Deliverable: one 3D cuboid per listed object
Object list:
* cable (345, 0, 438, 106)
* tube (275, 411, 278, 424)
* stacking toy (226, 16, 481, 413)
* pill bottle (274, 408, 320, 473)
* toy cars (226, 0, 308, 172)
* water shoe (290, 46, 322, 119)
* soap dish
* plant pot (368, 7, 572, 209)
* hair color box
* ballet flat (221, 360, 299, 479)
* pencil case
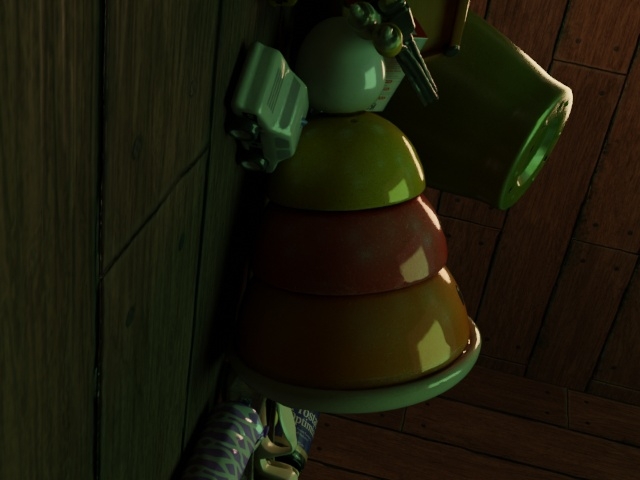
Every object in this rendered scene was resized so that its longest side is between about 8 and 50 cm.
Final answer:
[{"bbox_3d":[0.075,-0.248,1.100,0.072,0.139,0.287,-33,162,4],"label":"cable"},{"bbox_3d":[-0.135,0.336,1.443,0.062,0.070,0.240,-33,-171,25],"label":"tube"},{"bbox_3d":[0.037,-0.047,1.192,0.350,0.350,0.480,-61,151,-68],"label":"stacking toy"},{"bbox_3d":[-0.062,0.324,1.728,0.123,0.123,0.219,95,11,-55],"label":"pill bottle"},{"bbox_3d":[-0.031,-0.227,0.981,0.176,0.087,0.394,-66,168,-57],"label":"toy cars"},{"bbox_3d":[-0.026,-0.183,1.293,0.080,0.073,0.203,-31,130,-56],"label":"water shoe"},{"bbox_3d":[0.102,-0.340,1.265,0.291,0.229,0.118,84,-12,-71],"label":"soap dish"},{"bbox_3d":[0.235,-0.235,1.610,0.366,0.353,0.366,-48,159,-25],"label":"plant pot"},{"bbox_3d":[0.080,-0.239,1.238,0.141,0.072,0.043,-57,-131,44],"label":"hair color box"},{"bbox_3d":[-0.087,0.320,1.333,0.107,0.106,0.316,-51,144,-62],"label":"ballet flat"},{"bbox_3d":[-0.134,0.302,1.191,0.086,0.088,0.206,-63,-179,34],"label":"pencil case"}]
